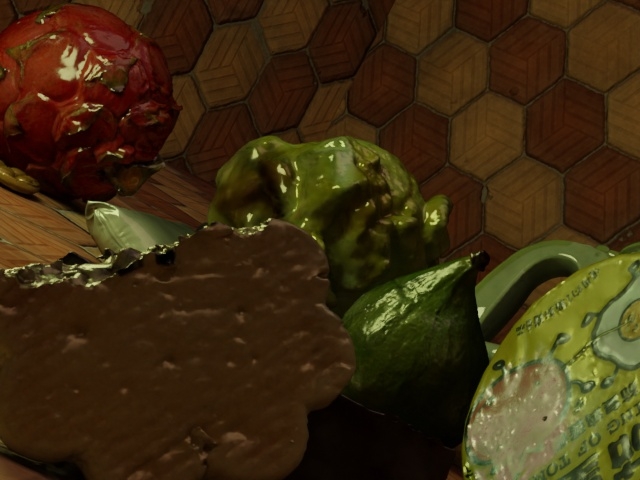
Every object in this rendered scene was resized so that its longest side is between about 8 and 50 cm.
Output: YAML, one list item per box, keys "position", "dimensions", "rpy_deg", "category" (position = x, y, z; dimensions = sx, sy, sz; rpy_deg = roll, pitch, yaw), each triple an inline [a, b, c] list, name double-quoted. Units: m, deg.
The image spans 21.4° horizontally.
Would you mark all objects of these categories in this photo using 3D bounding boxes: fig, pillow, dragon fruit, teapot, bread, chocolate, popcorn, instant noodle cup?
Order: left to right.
- position: [-0.422, -0.089, 2.262]
  dimensions: [0.110, 0.024, 0.110]
  rpy_deg: [29, 4, -2]
  category: "bread"
- position: [-0.347, -0.198, 2.412]
  dimensions: [0.342, 0.277, 0.277]
  rpy_deg: [41, 9, 29]
  category: "dragon fruit"
- position: [-0.189, 0.022, 2.053]
  dimensions: [0.144, 0.078, 0.254]
  rpy_deg: [42, 8, 18]
  category: "pillow"
- position: [-0.095, 0.082, 1.093]
  dimensions: [0.250, 0.182, 0.039]
  rpy_deg: [-11, -14, -26]
  category: "bread"
- position: [-0.073, 0.122, 1.188]
  dimensions: [0.321, 0.112, 0.112]
  rpy_deg: [27, -12, -11]
  category: "chocolate"
- position: [0.013, 0.012, 2.157]
  dimensions: [0.312, 0.312, 0.312]
  rpy_deg: [28, 3, -2]
  category: "popcorn"
- position: [0.120, 0.105, 1.926]
  dimensions: [0.203, 0.235, 0.203]
  rpy_deg: [25, 8, -4]
  category: "fig"
- position: [0.341, 0.125, 1.991]
  dimensions: [0.239, 0.239, 0.321]
  rpy_deg: [49, -31, -20]
  category: "teapot"
- position: [0.338, 0.208, 1.666]
  dimensions: [0.254, 0.326, 0.325]
  rpy_deg: [36, -1, -29]
  category: "instant noodle cup"

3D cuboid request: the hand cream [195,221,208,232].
- position: [-0.097, 0.041, 2.685]
  dimensions: [0.276, 0.059, 0.095]
  rpy_deg: [31, 2, -46]
  category: "hand cream"
